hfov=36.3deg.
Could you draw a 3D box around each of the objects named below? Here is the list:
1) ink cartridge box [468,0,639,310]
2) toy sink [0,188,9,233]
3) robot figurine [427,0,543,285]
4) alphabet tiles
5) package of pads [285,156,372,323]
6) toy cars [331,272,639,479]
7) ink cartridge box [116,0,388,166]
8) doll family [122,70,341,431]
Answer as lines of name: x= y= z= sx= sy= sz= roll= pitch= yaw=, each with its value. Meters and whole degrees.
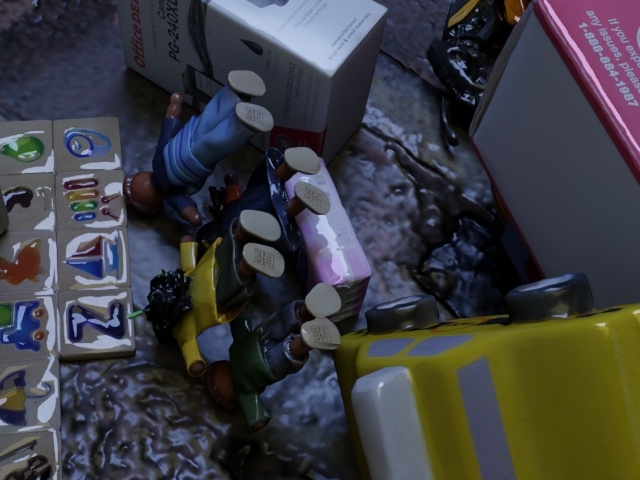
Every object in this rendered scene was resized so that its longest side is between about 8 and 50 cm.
ink cartridge box: x=0.247 y=-0.033 z=0.464 sx=0.283 sy=0.117 sz=0.207 roll=-15 pitch=63 yaw=-17
toy sink: x=-0.279 y=-0.009 z=0.443 sx=0.131 sy=0.152 sz=0.234 roll=40 pitch=61 yaw=15
robot figurine: x=0.182 y=-0.069 z=0.594 sx=0.211 sy=0.085 sz=0.290 roll=0 pitch=59 yaw=-10
alphabet tiles: x=-0.201 y=0.034 z=0.522 sx=0.198 sy=0.009 sz=0.237 roll=-4 pitch=60 yaw=-11
package of pads: x=0.000 y=0.000 z=0.546 sx=0.032 sy=0.050 sz=0.083 roll=-14 pitch=63 yaw=-16
toy cars: x=0.117 y=0.135 z=0.353 sx=0.087 sy=0.176 sz=0.394 roll=-15 pitch=42 yaw=-36
ink cartridge box: x=-0.045 y=-0.119 z=0.577 sx=0.150 sy=0.109 sz=0.063 roll=32 pitch=64 yaw=11
doll family: x=-0.055 y=0.002 z=0.515 sx=0.076 sy=0.111 sz=0.193 roll=20 pitch=50 yaw=-30
